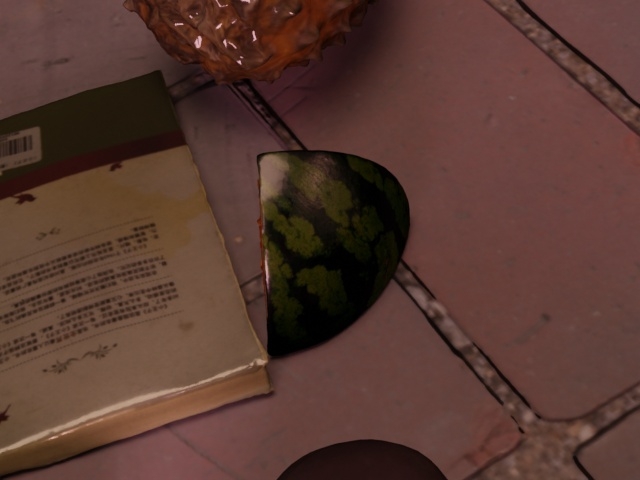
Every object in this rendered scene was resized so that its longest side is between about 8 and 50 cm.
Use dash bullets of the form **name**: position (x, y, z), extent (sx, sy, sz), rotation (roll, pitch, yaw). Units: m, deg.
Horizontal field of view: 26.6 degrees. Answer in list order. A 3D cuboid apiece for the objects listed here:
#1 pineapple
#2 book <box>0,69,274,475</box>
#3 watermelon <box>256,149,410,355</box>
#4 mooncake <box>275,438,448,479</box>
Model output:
- **pineapple**: position (0.012, -0.244, 1.004), extent (0.175, 0.175, 0.361), rotation (26, 44, 27)
- **book**: position (-0.163, 0.011, 0.888), extent (0.201, 0.026, 0.289), rotation (-17, 50, -5)
- **watermelon**: position (0.000, 0.000, 0.857), extent (0.135, 0.125, 0.094), rotation (-13, 10, -39)
- **mooncake**: position (0.021, 0.214, 0.628), extent (0.245, 0.133, 0.245), rotation (-8, 43, 8)
